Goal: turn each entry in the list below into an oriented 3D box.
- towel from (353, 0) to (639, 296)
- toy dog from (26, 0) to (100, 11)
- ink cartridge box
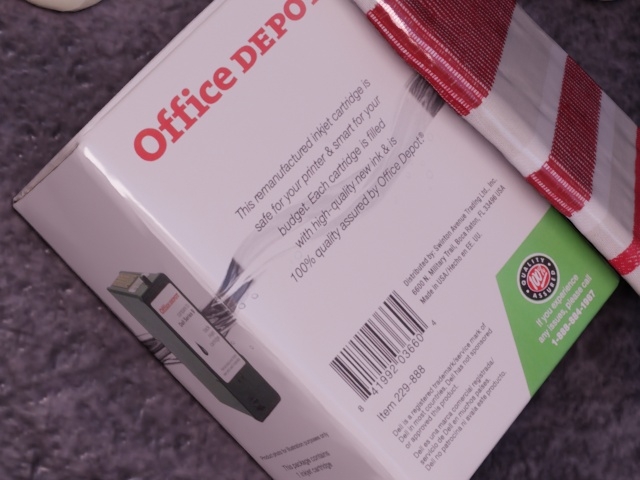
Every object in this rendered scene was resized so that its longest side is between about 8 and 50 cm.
[{"bbox_3d":[0.135,-0.077,1.210,0.329,0.037,0.237,45,20,-8],"label":"towel"},{"bbox_3d":[-0.080,-0.360,1.049,0.284,0.408,0.395,49,60,-7],"label":"toy dog"},{"bbox_3d":[0.000,0.000,1.145,0.289,0.121,0.211,47,59,-7],"label":"ink cartridge box"}]
